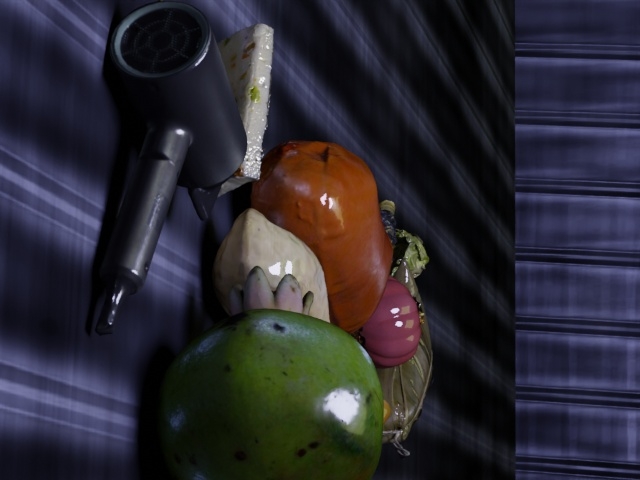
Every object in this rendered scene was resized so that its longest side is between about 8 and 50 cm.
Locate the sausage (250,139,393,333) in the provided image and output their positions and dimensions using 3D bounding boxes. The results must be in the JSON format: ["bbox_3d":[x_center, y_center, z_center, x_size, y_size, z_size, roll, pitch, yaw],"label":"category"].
[{"bbox_3d":[-0.001,0.002,1.855,0.258,0.133,0.133,74,19,-60],"label":"sausage"}]

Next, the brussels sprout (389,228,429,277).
[{"bbox_3d":[0.098,0.021,2.421,0.058,0.085,0.085,22,62,-36],"label":"brussels sprout"}]

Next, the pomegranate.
[{"bbox_3d":[-0.039,0.120,1.572,0.187,0.187,0.225,76,11,-45],"label":"pomegranate"}]

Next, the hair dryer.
[{"bbox_3d":[-0.122,-0.024,1.479,0.195,0.078,0.248,72,31,-55],"label":"hair dryer"}]

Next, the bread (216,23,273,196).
[{"bbox_3d":[-0.073,-0.110,1.670,0.028,0.068,0.153,25,57,-33],"label":"bread"}]

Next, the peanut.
[{"bbox_3d":[-0.033,0.079,1.753,0.117,0.101,0.263,-108,-175,-52],"label":"peanut"}]

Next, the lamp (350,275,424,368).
[{"bbox_3d":[0.070,0.091,2.230,0.107,0.092,0.107,165,-90,-70],"label":"lamp"}]

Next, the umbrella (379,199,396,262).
[{"bbox_3d":[0.071,0.004,2.363,0.040,0.037,0.144,53,29,-32],"label":"umbrella"}]

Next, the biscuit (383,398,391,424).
[{"bbox_3d":[-0.012,0.232,1.807,0.164,0.047,0.208,-49,-178,21],"label":"biscuit"}]

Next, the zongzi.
[{"bbox_3d":[0.083,0.136,2.293,0.189,0.081,0.178,-67,159,-61],"label":"zongzi"}]
